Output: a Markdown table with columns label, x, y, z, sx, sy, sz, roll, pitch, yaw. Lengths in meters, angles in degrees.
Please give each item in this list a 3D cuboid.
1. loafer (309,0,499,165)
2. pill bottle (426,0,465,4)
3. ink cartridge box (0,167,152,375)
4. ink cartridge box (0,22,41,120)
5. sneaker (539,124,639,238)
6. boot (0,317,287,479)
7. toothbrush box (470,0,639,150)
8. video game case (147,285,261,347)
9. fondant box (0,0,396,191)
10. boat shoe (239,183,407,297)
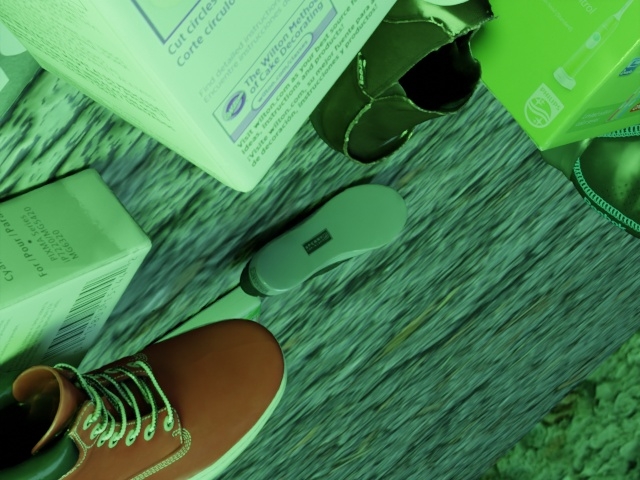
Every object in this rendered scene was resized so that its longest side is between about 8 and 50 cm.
| label | x | y | z | sx | sy | sz | roll | pitch | yaw |
| --- | --- | --- | --- | --- | --- | --- | --- | --- | --- |
| loafer | 0.050 | -0.097 | 1.161 | 0.080 | 0.078 | 0.220 | -33 | 164 | -20 |
| pill bottle | 0.125 | -0.194 | 0.986 | 0.208 | 0.117 | 0.117 | -29 | 162 | -33 |
| ink cartridge box | -0.251 | 0.107 | 1.076 | 0.261 | 0.066 | 0.296 | -27 | 160 | -42 |
| ink cartridge box | -0.104 | -0.149 | 0.687 | 0.307 | 0.072 | 0.303 | -12 | 149 | -54 |
| sneaker | 0.348 | -0.141 | 1.610 | 0.341 | 0.139 | 0.125 | -41 | 163 | 5 |
| boot | -0.110 | 0.094 | 1.104 | 0.244 | 0.088 | 0.176 | -30 | 162 | -26 |
| toothbrush box | 0.234 | -0.202 | 1.205 | 0.206 | 0.122 | 0.283 | -17 | 155 | -53 |
| video game case | -0.137 | 0.129 | 1.485 | 0.212 | 0.023 | 0.193 | -35 | 164 | -16 |
| fondant box | -0.028 | -0.185 | 0.488 | 0.238 | 0.096 | 0.330 | -53 | 156 | -9 |
| boat shoe | 0.000 | 0.000 | 1.402 | 0.142 | 0.049 | 0.040 | -27 | 180 | -31 |
